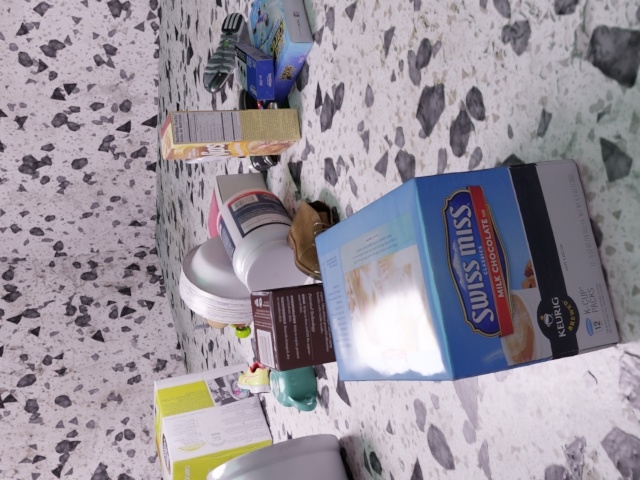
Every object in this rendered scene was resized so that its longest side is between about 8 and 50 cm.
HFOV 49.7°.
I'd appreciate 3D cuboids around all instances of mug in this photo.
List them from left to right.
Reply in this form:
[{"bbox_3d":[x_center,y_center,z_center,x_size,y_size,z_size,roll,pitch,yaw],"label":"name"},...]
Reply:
[{"bbox_3d":[-0.073,0.377,1.829,0.157,0.097,0.130,179,84,-70],"label":"mug"}]

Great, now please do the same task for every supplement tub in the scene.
[{"bbox_3d":[-0.147,0.006,1.778,0.272,0.191,0.191,-121,32,-49],"label":"supplement tub"}]

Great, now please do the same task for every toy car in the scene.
[{"bbox_3d":[-0.345,0.252,2.382,0.149,0.188,0.155,-136,44,-59],"label":"toy car"}]

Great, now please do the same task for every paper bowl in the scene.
[{"bbox_3d":[-0.249,0.090,1.942,0.284,0.284,0.148,-122,36,-48],"label":"paper bowl"}]

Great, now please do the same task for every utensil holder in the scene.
[{"bbox_3d":[-0.059,0.683,1.572,0.328,0.327,0.386,117,140,-56],"label":"utensil holder"}]

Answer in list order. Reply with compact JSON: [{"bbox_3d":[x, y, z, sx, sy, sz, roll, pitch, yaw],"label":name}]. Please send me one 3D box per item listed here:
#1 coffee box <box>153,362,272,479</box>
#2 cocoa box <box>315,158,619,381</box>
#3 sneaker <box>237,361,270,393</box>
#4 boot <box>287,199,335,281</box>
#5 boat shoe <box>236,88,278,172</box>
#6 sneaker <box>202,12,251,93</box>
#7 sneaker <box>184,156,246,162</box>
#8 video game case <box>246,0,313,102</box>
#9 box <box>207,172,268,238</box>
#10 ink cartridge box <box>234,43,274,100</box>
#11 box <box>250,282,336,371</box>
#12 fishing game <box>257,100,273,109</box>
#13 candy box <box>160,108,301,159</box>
[{"bbox_3d":[-0.388,0.687,2.418,0.334,0.337,0.338,-117,28,-42],"label":"coffee box"},{"bbox_3d":[0.163,0.057,0.917,0.347,0.227,0.232,149,112,-68],"label":"cocoa box"},{"bbox_3d":[-0.213,0.444,2.268,0.208,0.081,0.094,-9,81,63],"label":"sneaker"},{"bbox_3d":[0.000,0.000,1.524,0.305,0.112,0.115,-129,48,-58],"label":"boot"},{"bbox_3d":[-0.170,-0.308,1.897,0.079,0.084,0.233,-14,87,32],"label":"boat shoe"},{"bbox_3d":[-0.228,-0.486,1.877,0.086,0.132,0.229,18,85,30],"label":"sneaker"},{"bbox_3d":[-0.326,-0.315,2.125,0.366,0.210,0.138,-155,61,-66],"label":"sneaker"},{"bbox_3d":[-0.106,-0.511,1.697,0.269,0.061,0.245,132,127,-63],"label":"video game case"},{"bbox_3d":[-0.247,-0.079,2.075,0.232,0.148,0.127,112,146,-50],"label":"box"},{"bbox_3d":[-0.167,-0.424,1.730,0.207,0.046,0.097,-130,36,-56],"label":"ink cartridge box"},{"bbox_3d":[-0.030,0.180,1.504,0.168,0.203,0.167,169,95,-69],"label":"box"},{"bbox_3d":[-0.189,-0.432,1.973,0.189,0.041,0.264,116,142,-51],"label":"fishing game"},{"bbox_3d":[-0.228,-0.265,1.731,0.183,0.316,0.088,164,99,-70],"label":"candy box"}]
